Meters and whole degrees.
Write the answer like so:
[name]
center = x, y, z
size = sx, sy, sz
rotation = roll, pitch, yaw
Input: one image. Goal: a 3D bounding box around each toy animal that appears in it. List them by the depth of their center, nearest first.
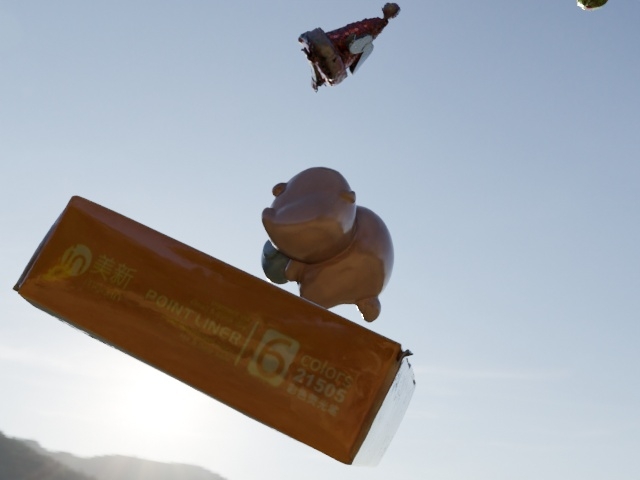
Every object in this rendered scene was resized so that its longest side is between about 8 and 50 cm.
[toy animal]
center = 0.016, -0.008, 1.178
size = 0.229, 0.210, 0.221
rotation = 9, -45, 1

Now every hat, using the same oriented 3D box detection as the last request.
[hat]
center = 0.067, -0.399, 1.409
size = 0.227, 0.129, 0.140
rotation = -33, -40, 1

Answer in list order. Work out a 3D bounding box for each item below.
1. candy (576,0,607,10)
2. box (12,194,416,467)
[candy]
center = 0.522, -0.477, 1.200
size = 0.058, 0.062, 0.194
rotation = 48, -62, 6
[box]
center = -0.065, 0.081, 0.553
size = 0.274, 0.091, 0.221
rotation = 24, -13, 14
